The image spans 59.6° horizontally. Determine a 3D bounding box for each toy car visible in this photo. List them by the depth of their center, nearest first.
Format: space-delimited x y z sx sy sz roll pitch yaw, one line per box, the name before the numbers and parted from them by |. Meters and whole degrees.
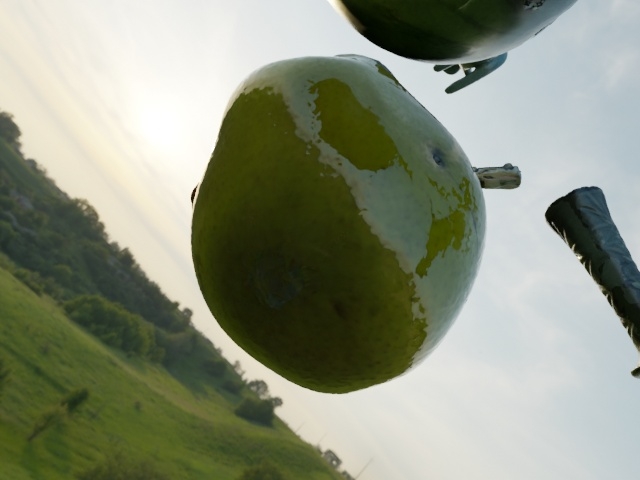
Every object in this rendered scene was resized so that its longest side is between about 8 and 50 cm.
toy car | 0.257 -0.093 0.852 0.093 0.025 0.041 -4 -41 23

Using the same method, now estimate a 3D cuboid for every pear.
pear | 0.000 0.000 0.605 0.191 0.340 0.387 -46 121 -65

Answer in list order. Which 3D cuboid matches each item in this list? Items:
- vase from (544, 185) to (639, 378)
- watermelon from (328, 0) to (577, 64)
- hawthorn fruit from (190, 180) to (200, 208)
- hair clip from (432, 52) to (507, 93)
vase | 0.256 0.033 0.481 0.059 0.059 0.167 67 7 -54
watermelon | 0.098 -0.256 0.409 0.242 0.242 0.242 41 -16 14
hawthorn fruit | -0.170 -0.059 0.918 0.093 0.093 0.093 41 -16 14
hair clip | 0.317 -0.532 1.278 0.392 0.238 0.318 -21 -66 32
